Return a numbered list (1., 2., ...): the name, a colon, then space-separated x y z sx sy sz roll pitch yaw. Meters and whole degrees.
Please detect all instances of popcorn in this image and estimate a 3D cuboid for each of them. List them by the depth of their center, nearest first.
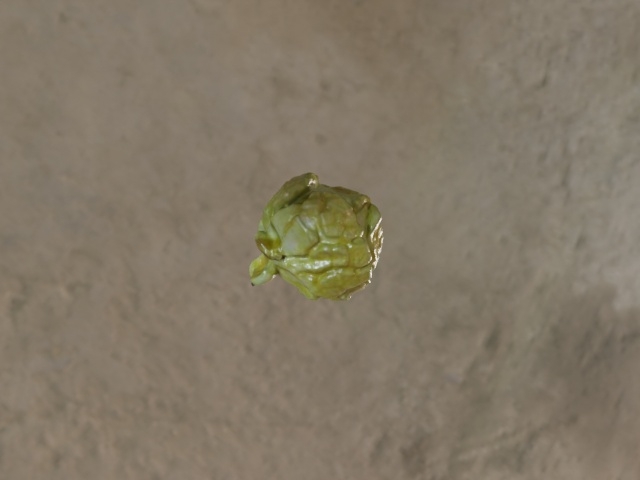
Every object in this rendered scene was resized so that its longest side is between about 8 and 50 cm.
1. popcorn: 0.000 0.000 1.453 0.162 0.136 0.141 -25 158 -25
